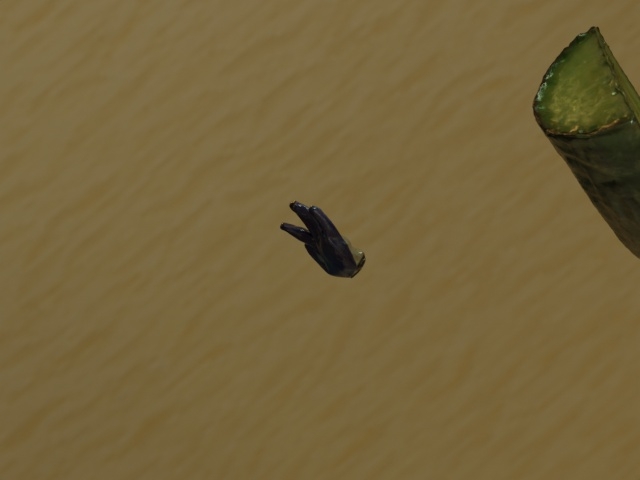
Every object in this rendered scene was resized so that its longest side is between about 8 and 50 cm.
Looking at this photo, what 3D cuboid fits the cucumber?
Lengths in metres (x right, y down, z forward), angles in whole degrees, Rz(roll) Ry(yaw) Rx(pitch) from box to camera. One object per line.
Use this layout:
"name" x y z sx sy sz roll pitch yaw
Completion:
"cucumber" 0.217 -0.035 1.175 0.244 0.063 0.115 46 23 -43

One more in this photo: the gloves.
"gloves" 0.000 0.000 1.564 0.086 0.026 0.064 47 -30 -7
